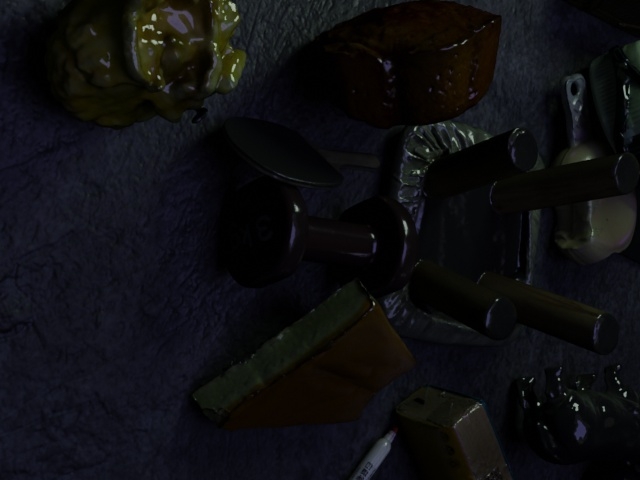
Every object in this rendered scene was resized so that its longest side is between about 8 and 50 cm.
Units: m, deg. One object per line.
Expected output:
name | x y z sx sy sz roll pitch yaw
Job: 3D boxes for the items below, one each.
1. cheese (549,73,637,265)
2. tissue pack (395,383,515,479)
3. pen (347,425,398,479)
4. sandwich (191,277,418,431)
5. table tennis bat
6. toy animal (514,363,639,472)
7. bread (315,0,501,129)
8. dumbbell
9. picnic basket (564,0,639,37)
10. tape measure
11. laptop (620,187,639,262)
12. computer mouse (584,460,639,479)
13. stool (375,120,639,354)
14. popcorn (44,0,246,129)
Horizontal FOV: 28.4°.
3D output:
cheese | 0.401 -0.110 1.920 0.163 0.082 0.286 -25 106 -39
tissue pack | 0.184 0.290 1.728 0.082 0.120 0.169 -38 118 -29
pen | 0.042 0.327 1.669 0.218 0.026 0.026 -49 122 -28
sandwich | -0.006 0.180 1.563 0.245 0.063 0.212 -34 143 1
table tennis bat | -0.016 -0.105 1.531 0.246 0.138 0.022 2 127 -49
toy animal | 0.448 0.279 1.923 0.343 0.106 0.168 19 59 -31
bread | 0.107 -0.228 1.567 0.247 0.232 0.135 -42 132 -58
dumbbell | 0.000 0.000 1.536 0.225 0.140 0.124 8 69 -40
picnic basket | 0.498 -0.420 1.938 0.266 0.139 0.165 14 84 -41
tape measure | 0.498 -0.182 1.909 0.207 0.115 0.235 30 46 -51
laptop | 0.528 -0.030 2.076 0.197 0.016 0.135 22 80 -38
computer mouse | 0.484 0.401 2.025 0.147 0.088 0.264 39 66 -39
stool | 0.253 -0.001 1.700 0.310 0.226 0.310 9 89 -41
popcorn | -0.182 -0.201 1.328 0.218 0.189 0.169 -37 113 -35
